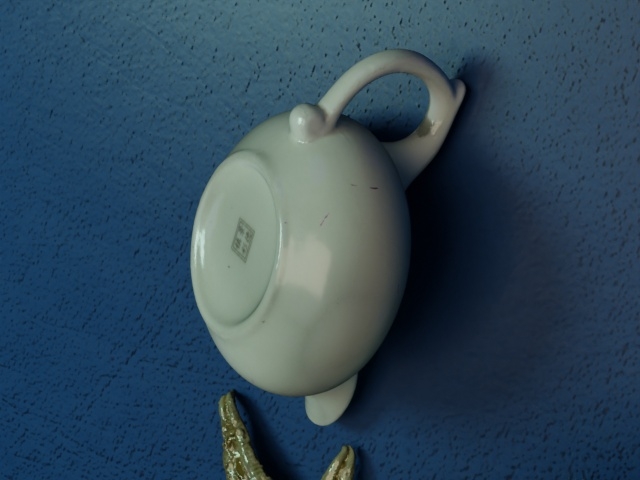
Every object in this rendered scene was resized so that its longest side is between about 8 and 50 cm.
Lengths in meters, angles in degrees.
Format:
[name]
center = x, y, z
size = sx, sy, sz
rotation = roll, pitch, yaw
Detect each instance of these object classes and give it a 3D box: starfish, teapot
[starfish]
center = -0.045, 0.254, 1.456
size = 0.138, 0.050, 0.247
rotation = 18, 104, 30
[teapot]
center = 0.000, 0.000, 1.336
size = 0.298, 0.139, 0.204
rotation = -67, 33, 25
